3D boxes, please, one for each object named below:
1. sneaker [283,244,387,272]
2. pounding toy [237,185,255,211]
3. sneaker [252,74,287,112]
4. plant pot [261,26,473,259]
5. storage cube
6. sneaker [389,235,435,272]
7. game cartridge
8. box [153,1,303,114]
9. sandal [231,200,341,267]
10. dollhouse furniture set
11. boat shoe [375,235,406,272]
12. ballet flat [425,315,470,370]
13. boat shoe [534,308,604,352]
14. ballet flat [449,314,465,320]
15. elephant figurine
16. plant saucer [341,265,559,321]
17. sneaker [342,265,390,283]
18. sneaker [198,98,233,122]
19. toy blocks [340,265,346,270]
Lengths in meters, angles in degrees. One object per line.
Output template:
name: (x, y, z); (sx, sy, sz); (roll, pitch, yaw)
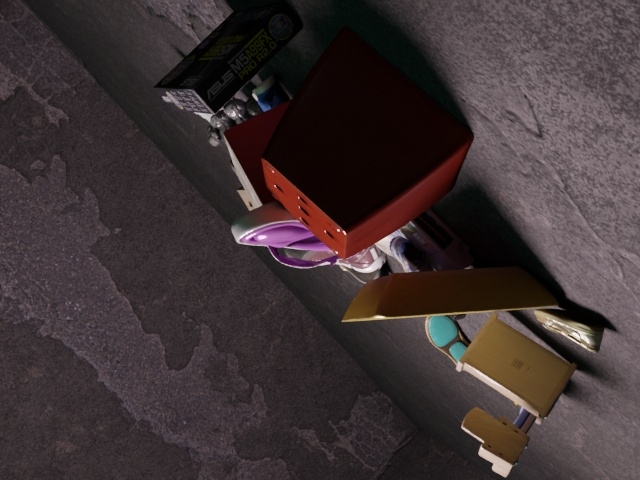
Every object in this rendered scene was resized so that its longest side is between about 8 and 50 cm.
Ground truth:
sneaker: (0.021, -0.017, 2.363); (0.281, 0.106, 0.162); (6, 139, 27)
pounding toy: (-0.138, -0.128, 2.581); (0.100, 0.130, 0.141); (59, 166, -12)
sneaker: (-0.095, -0.284, 1.957); (0.084, 0.058, 0.152); (51, 173, -6)
plant pot: (0.052, -0.127, 1.548); (0.267, 0.236, 0.267); (42, 170, 10)
storage cube: (-0.051, -0.137, 1.852); (0.215, 0.193, 0.183); (61, 173, 20)
sneaker: (0.194, 0.047, 1.918); (0.135, 0.052, 0.058); (45, 163, -17)
game cartridge: (0.169, -0.045, 1.927); (0.297, 0.062, 0.198); (44, 165, -1)
box: (-0.168, -0.317, 1.683); (0.060, 0.216, 0.270); (49, 169, -22)
sandal: (-0.011, 0.005, 1.788); (0.416, 0.169, 0.102); (3, -113, -51)
dollhouse furniture set: (0.366, 0.352, 2.022); (0.198, 0.286, 0.303); (32, 155, 18)
boat shoe: (0.198, 0.021, 2.092); (0.206, 0.065, 0.075); (38, 137, -28)
ballet flat: (0.319, 0.244, 2.426); (0.232, 0.080, 0.073); (53, -179, -33)
boat shoe: (0.430, 0.153, 1.676); (0.056, 0.048, 0.153); (-2, -169, -33)
ballet flat: (0.300, 0.130, 2.115); (0.173, 0.057, 0.049); (81, 173, -67)
elephant figurine: (-0.138, -0.183, 2.114); (0.239, 0.186, 0.169); (60, 145, 14)
plant saucer: (0.227, 0.100, 1.795); (0.333, 0.333, 0.081); (152, 115, -79)
sneaker: (0.087, 0.044, 2.489); (0.222, 0.083, 0.118); (49, -172, 28)
sneaker: (-0.256, -0.338, 2.337); (0.235, 0.090, 0.095); (40, 157, 0)
toy blocks: (0.050, 0.038, 2.676); (0.123, 0.054, 0.148); (43, 169, 6)
